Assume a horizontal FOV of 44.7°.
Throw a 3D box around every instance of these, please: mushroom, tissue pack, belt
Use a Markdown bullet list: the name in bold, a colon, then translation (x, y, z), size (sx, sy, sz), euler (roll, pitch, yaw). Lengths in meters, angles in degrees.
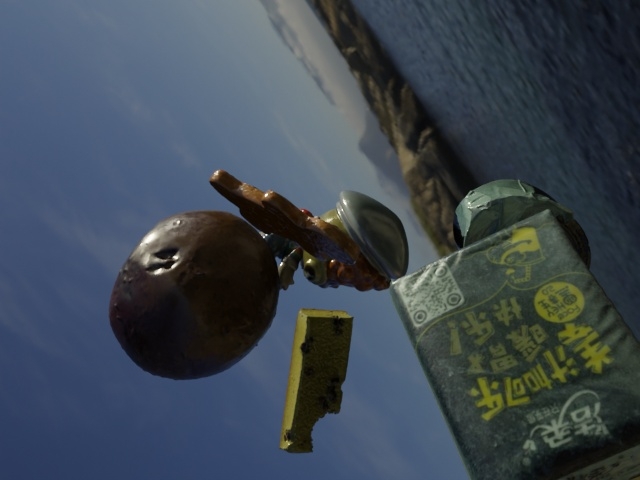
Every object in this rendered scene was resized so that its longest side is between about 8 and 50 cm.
- **mushroom**: translation (-0.257, 0.125, 1.536), size (0.334, 0.331, 0.356), euler (26, 143, 7)
- **tissue pack**: translation (0.191, 0.110, 0.729), size (0.081, 0.185, 0.257), euler (58, -171, -49)
- **belt**: translation (0.269, 0.002, 1.046), size (0.198, 0.151, 0.078), euler (33, -162, -20)

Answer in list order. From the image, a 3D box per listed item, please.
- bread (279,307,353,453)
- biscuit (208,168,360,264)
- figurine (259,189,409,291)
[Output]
- **bread**: translation (-0.006, 0.220, 1.207), size (0.088, 0.226, 0.049), euler (4, -173, -25)
- **biscuit**: translation (-0.039, -0.029, 1.097), size (0.250, 0.036, 0.165), euler (23, 164, 40)
- **figurine**: translation (-0.014, 0.005, 1.575), size (0.224, 0.382, 0.204), euler (-40, -54, -76)
